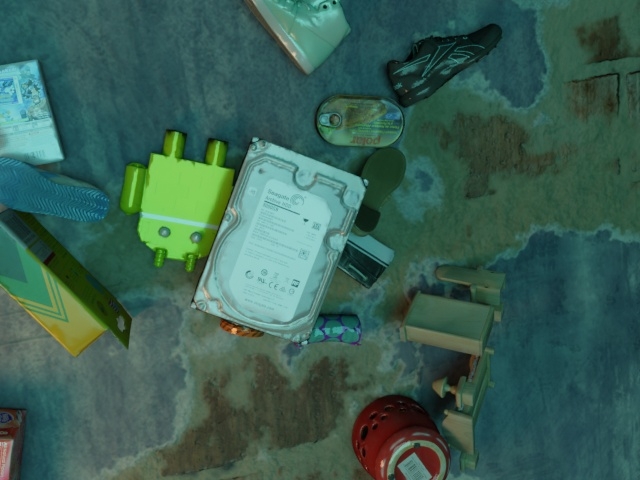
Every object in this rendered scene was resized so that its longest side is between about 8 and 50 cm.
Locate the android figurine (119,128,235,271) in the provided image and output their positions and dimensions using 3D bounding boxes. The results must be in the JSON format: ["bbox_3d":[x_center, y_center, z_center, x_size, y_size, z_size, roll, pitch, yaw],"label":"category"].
[{"bbox_3d":[-0.267,-0.075,1.321,0.248,0.056,0.273,12,95,-15],"label":"android figurine"}]

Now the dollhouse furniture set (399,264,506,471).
[{"bbox_3d":[0.297,0.278,1.499,0.174,0.303,0.355,10,134,25],"label":"dollhouse furniture set"}]

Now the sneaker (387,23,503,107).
[{"bbox_3d":[0.257,-0.383,1.370,0.267,0.101,0.106,-35,98,-9],"label":"sneaker"}]

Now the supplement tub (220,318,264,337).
[{"bbox_3d":[-0.138,0.092,1.347,0.117,0.117,0.190,11,97,-15],"label":"supplement tub"}]

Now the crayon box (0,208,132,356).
[{"bbox_3d":[-0.482,0.083,1.218,0.081,0.202,0.318,-42,105,-3],"label":"crayon box"}]

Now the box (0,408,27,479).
[{"bbox_3d":[-0.664,0.485,1.275,0.154,0.142,0.300,8,98,-16],"label":"box"}]

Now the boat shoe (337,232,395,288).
[{"bbox_3d":[0.000,0.000,1.361,0.335,0.121,0.119,28,88,-18],"label":"boat shoe"}]

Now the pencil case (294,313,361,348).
[{"bbox_3d":[0.012,0.193,1.427,0.152,0.064,0.070,-1,84,-13],"label":"pencil case"}]

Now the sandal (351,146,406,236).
[{"bbox_3d":[0.099,-0.096,1.387,0.088,0.079,0.240,35,55,-11],"label":"sandal"}]

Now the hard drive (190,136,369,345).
[{"bbox_3d":[-0.077,0.003,1.251,0.237,0.064,0.339,21,93,-10],"label":"hard drive"}]

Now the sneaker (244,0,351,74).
[{"bbox_3d":[-0.050,-0.464,1.282,0.151,0.094,0.256,-41,116,2],"label":"sneaker"}]

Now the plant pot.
[{"bbox_3d":[0.183,0.458,1.460,0.191,0.174,0.191,-2,99,-15],"label":"plant pot"}]

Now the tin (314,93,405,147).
[{"bbox_3d":[0.081,-0.246,1.384,0.190,0.040,0.106,1,95,-14],"label":"tin"}]

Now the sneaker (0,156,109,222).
[{"bbox_3d":[-0.509,-0.090,1.224,0.229,0.092,0.087,21,90,-27],"label":"sneaker"}]

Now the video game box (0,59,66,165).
[{"bbox_3d":[-0.594,-0.219,1.220,0.205,0.048,0.187,-13,104,-11],"label":"video game box"}]
